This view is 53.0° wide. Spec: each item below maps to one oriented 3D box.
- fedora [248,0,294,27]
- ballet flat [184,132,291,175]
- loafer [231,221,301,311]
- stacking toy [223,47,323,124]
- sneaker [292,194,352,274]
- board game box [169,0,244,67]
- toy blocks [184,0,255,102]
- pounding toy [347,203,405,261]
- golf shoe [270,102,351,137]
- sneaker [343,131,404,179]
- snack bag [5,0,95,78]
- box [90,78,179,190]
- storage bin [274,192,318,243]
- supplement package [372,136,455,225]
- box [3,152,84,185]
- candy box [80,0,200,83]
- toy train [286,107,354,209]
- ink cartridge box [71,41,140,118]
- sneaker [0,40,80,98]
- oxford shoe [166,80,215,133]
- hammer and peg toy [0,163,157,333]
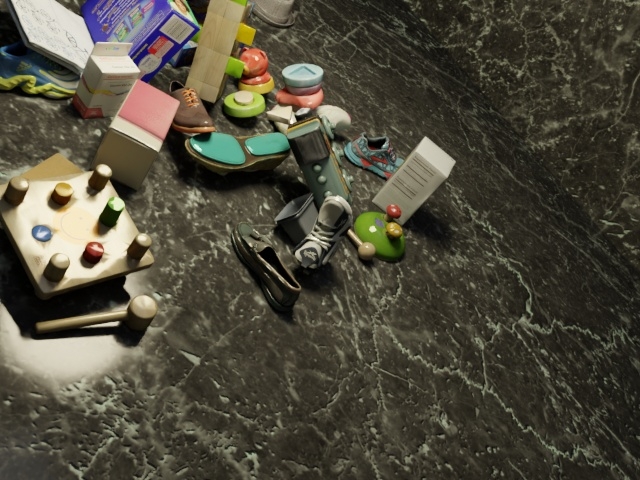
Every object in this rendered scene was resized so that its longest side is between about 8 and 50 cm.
[{"bbox_3d":[-0.189,-0.988,2.595,0.243,0.124,0.276,22,40,-23],"label":"fedora"},{"bbox_3d":[-0.235,-0.234,1.795,0.348,0.123,0.123,-12,60,-43],"label":"ballet flat"},{"bbox_3d":[-0.129,0.049,1.616,0.096,0.084,0.268,-12,60,-46],"label":"loafer"},{"bbox_3d":[-0.155,-0.495,2.012,0.308,0.131,0.280,13,40,17],"label":"stacking toy"},{"bbox_3d":[0.000,0.000,1.672,0.094,0.235,0.153,33,49,4],"label":"sneaker"},{"bbox_3d":[-0.433,-0.703,2.132,0.233,0.078,0.347,44,37,7],"label":"board game box"},{"bbox_3d":[-0.300,-0.588,1.940,0.190,0.382,0.261,20,21,-7],"label":"toy blocks"},{"bbox_3d":[0.189,-0.038,1.957,0.236,0.110,0.183,-7,56,-45],"label":"pounding toy"},{"bbox_3d":[-0.022,-0.377,2.140,0.306,0.115,0.140,-3,62,-32],"label":"golf shoe"},{"bbox_3d":[0.218,-0.296,2.232,0.261,0.125,0.104,15,44,-29],"label":"sneaker"},{"bbox_3d":[-0.680,-0.549,1.681,0.323,0.037,0.342,59,14,22],"label":"snack bag"},{"bbox_3d":[-0.458,-0.266,1.604,0.126,0.149,0.232,26,40,-18],"label":"box"},{"bbox_3d":[-0.059,-0.055,1.790,0.091,0.098,0.135,61,32,-18],"label":"storage bin"},{"bbox_3d":[0.305,-0.193,2.103,0.133,0.244,0.139,39,36,-1],"label":"supplement package"},{"bbox_3d":[-0.587,-0.101,1.431,0.164,0.021,0.201,38,37,-3],"label":"box"},{"bbox_3d":[-0.515,-0.629,1.816,0.122,0.268,0.317,23,34,-56],"label":"candy box"},{"bbox_3d":[0.001,-0.212,1.852,0.190,0.142,0.334,-84,155,-63],"label":"toy train"},{"bbox_3d":[-0.541,-0.407,1.636,0.115,0.198,0.067,-20,66,-49],"label":"ink cartridge box"},{"bbox_3d":[-0.689,-0.425,1.588,0.240,0.126,0.091,-12,60,-46],"label":"sneaker"},{"bbox_3d":[-0.362,-0.360,1.742,0.096,0.099,0.271,-11,32,-32],"label":"oxford shoe"},{"bbox_3d":[-0.476,0.021,1.290,0.265,0.127,0.361,-17,69,-47],"label":"hammer and peg toy"}]
